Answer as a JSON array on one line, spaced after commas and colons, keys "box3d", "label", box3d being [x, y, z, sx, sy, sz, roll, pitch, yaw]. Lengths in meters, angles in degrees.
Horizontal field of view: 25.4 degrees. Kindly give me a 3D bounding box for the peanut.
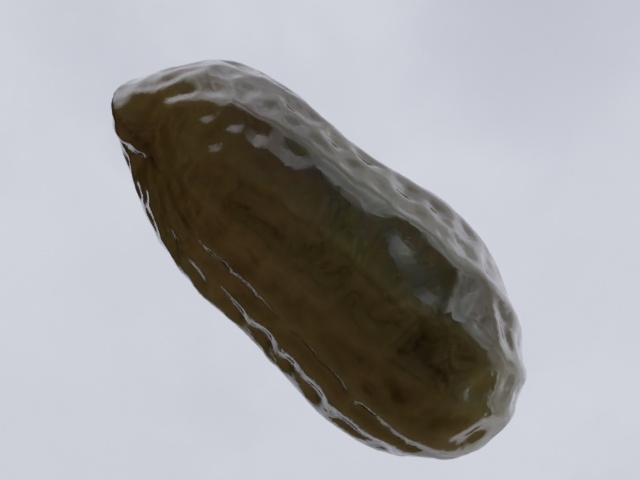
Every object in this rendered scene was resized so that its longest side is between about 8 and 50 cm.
[{"box3d": [0.000, 0.000, 0.533, 0.194, 0.093, 0.083, 46, -26, 13], "label": "peanut"}]
